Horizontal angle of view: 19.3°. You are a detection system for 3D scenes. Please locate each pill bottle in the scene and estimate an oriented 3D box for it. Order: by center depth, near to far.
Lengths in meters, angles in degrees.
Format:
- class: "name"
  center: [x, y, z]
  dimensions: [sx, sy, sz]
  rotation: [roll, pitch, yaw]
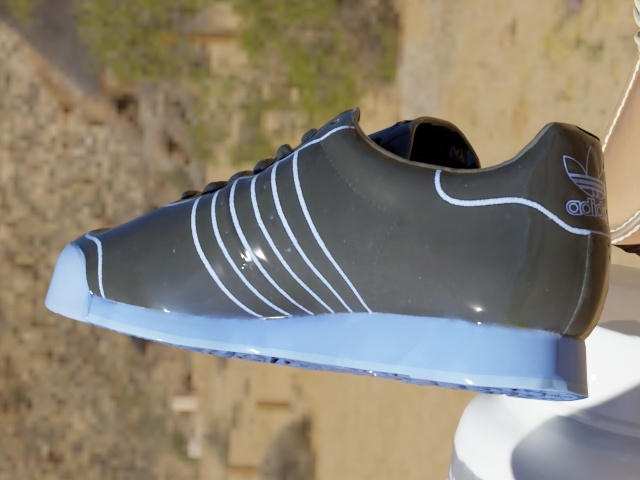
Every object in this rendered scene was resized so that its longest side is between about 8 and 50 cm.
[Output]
- class: "pill bottle"
  center: [0.172, 0.209, 1.203]
  dimensions: [0.204, 0.204, 0.361]
  rotation: [-97, 16, -74]

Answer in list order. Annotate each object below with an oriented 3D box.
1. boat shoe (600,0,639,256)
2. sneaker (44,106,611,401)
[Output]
- class: "boat shoe"
  center: [0.241, -0.141, 1.129]
  dimensions: [0.324, 0.120, 0.122]
  rotation: [-61, 35, 23]
- class: "sneaker"
  center: [0.000, 0.000, 0.663]
  dimensions: [0.081, 0.232, 0.090]
  rotation: [16, -99, -53]
